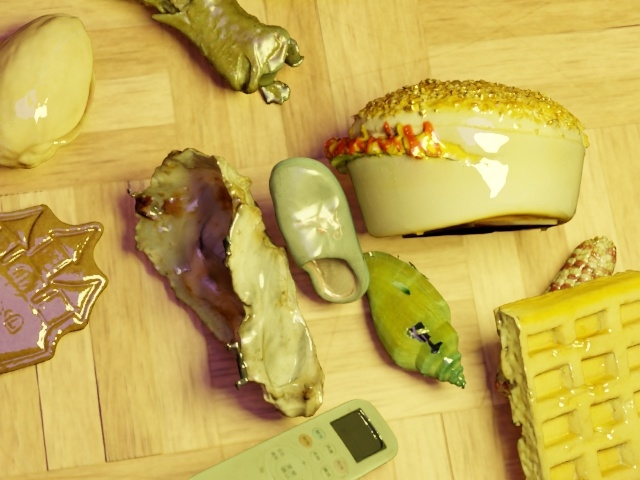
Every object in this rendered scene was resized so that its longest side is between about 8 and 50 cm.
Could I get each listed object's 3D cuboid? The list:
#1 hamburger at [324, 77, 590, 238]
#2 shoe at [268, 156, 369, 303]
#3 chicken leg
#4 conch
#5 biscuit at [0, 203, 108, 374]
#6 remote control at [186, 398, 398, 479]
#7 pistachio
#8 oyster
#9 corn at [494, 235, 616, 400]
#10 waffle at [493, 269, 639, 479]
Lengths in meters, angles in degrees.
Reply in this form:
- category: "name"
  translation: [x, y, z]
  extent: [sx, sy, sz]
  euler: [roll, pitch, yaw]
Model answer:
- category: "hamburger"
  translation: [0.164, -0.095, 1.502]
  extent: [0.294, 0.276, 0.179]
  euler: [-2, 88, -25]
- category: "shoe"
  translation: [0.000, 0.000, 1.488]
  extent: [0.079, 0.078, 0.195]
  euler: [-16, 118, 16]
- category: "chicken leg"
  translation: [-0.178, -0.338, 1.584]
  extent: [0.201, 0.153, 0.429]
  euler: [-41, 92, 14]
- category: "conch"
  translation: [0.112, 0.096, 1.554]
  extent: [0.095, 0.079, 0.201]
  euler: [-11, 68, -29]
- category: "biscuit"
  translation: [-0.342, 0.044, 1.520]
  extent: [0.215, 0.034, 0.182]
  euler: [-40, 85, -15]
- category: "remote control"
  translation: [-0.029, 0.255, 1.429]
  extent: [0.309, 0.038, 0.090]
  euler: [-17, 64, -45]
- category: "pistachio"
  translation: [-0.342, -0.182, 1.535]
  extent: [0.145, 0.117, 0.200]
  euler: [15, 74, 1]
- category: "oyster"
  translation: [-0.091, 0.052, 1.475]
  extent: [0.133, 0.198, 0.337]
  euler: [-24, 87, -27]
- category: "corn"
  translation: [0.289, 0.097, 1.575]
  extent: [0.079, 0.079, 0.237]
  euler: [31, 70, 1]
- category: "waffle"
  translation: [0.320, 0.173, 1.510]
  extent: [0.221, 0.055, 0.248]
  euler: [-13, 94, -26]
